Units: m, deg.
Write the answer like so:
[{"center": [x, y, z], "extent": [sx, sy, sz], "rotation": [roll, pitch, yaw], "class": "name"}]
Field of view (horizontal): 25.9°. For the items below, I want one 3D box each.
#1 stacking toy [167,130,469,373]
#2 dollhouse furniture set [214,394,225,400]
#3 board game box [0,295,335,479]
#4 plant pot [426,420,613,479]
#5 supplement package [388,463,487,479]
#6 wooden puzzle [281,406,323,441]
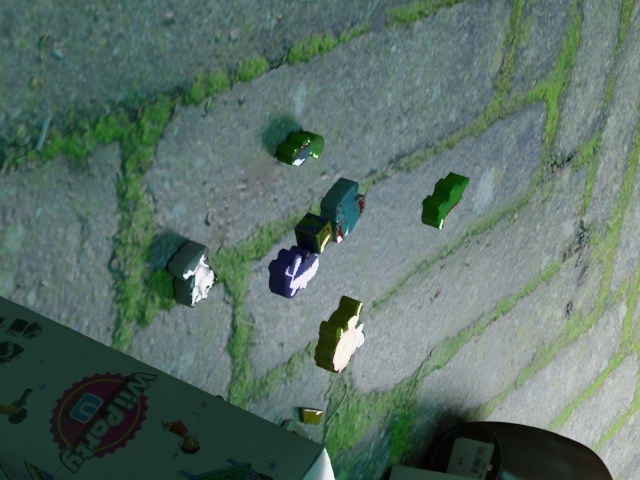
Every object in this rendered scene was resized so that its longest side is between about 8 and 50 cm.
[{"center": [0.000, 0.000, 1.165], "extent": [0.221, 0.167, 0.052], "rotation": [-50, 147, -33], "class": "stacking toy"}, {"center": [-0.123, 0.268, 1.176], "extent": [0.242, 0.161, 0.212], "rotation": [-35, 126, -21], "class": "dollhouse furniture set"}, {"center": [-0.129, 0.170, 0.905], "extent": [0.097, 0.303, 0.224], "rotation": [-52, 148, -30], "class": "board game box"}, {"center": [0.242, 0.322, 1.812], "extent": [0.230, 0.215, 0.215], "rotation": [38, 75, -47], "class": "plant pot"}, {"center": [0.191, 0.420, 1.643], "extent": [0.199, 0.263, 0.198], "rotation": [-66, 160, -50], "class": "supplement package"}, {"center": [-0.032, 0.222, 1.425], "extent": [0.116, 0.014, 0.078], "rotation": [-64, 152, -8], "class": "wooden puzzle"}]
